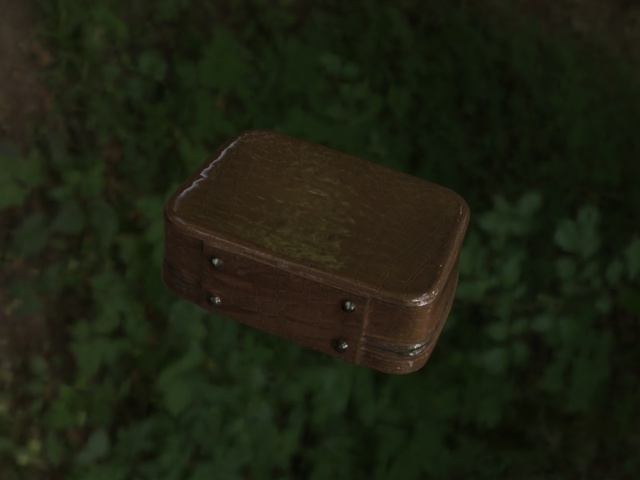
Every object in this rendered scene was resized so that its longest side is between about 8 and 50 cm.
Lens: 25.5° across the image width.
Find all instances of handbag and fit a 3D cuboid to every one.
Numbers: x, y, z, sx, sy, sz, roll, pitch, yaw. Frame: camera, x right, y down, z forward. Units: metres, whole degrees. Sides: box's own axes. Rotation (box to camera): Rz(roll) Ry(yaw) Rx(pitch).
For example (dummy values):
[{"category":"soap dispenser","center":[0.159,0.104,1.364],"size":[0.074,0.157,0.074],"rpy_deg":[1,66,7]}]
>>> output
[{"category":"handbag","center":[0.000,0.000,0.955],"size":[0.151,0.193,0.072],"rpy_deg":[-59,160,-47]}]
